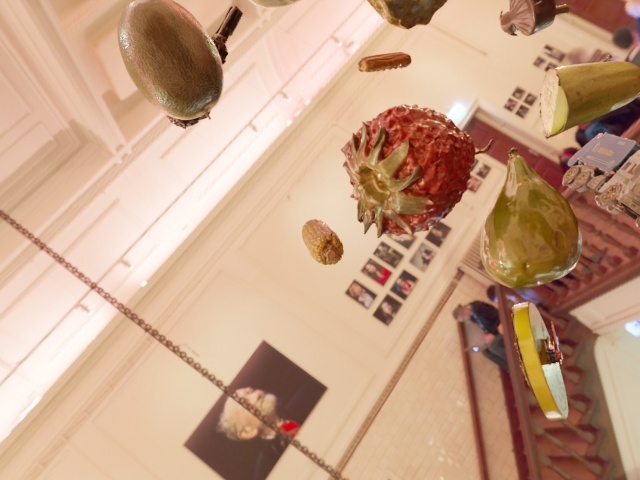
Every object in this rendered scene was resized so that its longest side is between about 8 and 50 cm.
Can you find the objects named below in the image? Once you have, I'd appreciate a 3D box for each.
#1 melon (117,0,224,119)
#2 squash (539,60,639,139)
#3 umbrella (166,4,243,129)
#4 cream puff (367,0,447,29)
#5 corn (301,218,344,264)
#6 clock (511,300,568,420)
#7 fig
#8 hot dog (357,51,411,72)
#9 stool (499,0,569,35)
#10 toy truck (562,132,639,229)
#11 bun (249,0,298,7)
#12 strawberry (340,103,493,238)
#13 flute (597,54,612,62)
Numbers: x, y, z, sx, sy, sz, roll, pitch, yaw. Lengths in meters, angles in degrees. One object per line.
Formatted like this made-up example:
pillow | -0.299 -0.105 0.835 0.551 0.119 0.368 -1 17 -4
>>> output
melon | -0.187 -0.226 0.622 0.114 0.168 0.114 -32 9 6
squash | 0.566 -0.318 0.997 0.287 0.137 0.137 -22 -21 -13
umbrella | -0.287 -0.440 1.236 0.341 0.117 0.118 -64 -10 -5
cream puff | 0.142 -0.432 0.812 0.146 0.116 0.146 -23 -31 -14
corn | 0.000 0.000 1.014 0.068 0.068 0.207 -58 19 7
clock | 0.543 0.282 1.171 0.071 0.278 0.293 -21 -24 29
fig | 0.458 -0.037 1.139 0.233 0.314 0.233 -31 -3 -2
hot dog | 0.189 -0.528 1.447 0.164 0.071 0.045 -13 -58 -12
stool | 0.559 -0.612 1.290 0.121 0.125 0.217 -27 7 0
toy truck | 0.771 -0.162 1.262 0.175 0.146 0.367 -58 8 19
bun | -0.125 -0.888 1.443 0.219 0.365 0.365 7 53 52
strawberry | 0.225 -0.169 1.053 0.343 0.292 0.292 -27 -25 -29
flute | 0.822 -0.518 1.581 0.014 0.014 0.269 -51 6 -26
